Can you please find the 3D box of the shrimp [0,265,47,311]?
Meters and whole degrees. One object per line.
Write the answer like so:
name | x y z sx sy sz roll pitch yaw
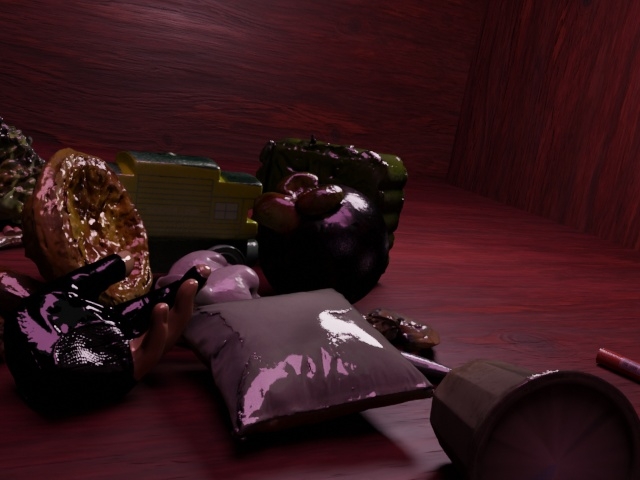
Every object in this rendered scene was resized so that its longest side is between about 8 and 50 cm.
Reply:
shrimp | -0.452 0.095 1.113 0.294 0.062 0.154 25 1 9

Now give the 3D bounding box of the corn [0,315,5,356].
corn | -0.545 0.116 0.979 0.237 0.079 0.079 10 13 23

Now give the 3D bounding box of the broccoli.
broccoli | -0.731 -0.151 1.544 0.324 0.334 0.272 -7 46 9

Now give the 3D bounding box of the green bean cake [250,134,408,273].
green bean cake | 0.019 -0.079 1.624 0.319 0.335 0.218 11 12 23

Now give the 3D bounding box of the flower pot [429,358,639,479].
flower pot | 0.241 0.233 0.823 0.212 0.212 0.202 8 4 -10

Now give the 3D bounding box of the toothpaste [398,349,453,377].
toothpaste | 0.159 0.210 1.163 0.216 0.037 0.062 13 -4 5

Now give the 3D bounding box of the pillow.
pillow | -0.036 0.165 1.005 0.310 0.119 0.312 -8 27 -27

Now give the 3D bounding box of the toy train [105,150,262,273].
toy train | -0.316 -0.040 1.356 0.442 0.272 0.179 1 12 -32

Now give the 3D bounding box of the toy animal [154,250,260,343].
toy animal | -0.202 0.094 1.190 0.178 0.127 0.193 3 16 -20

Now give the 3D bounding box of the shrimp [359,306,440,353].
shrimp | 0.140 0.170 1.244 0.145 0.059 0.254 22 5 20

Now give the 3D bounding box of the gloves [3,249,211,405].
gloves | -0.284 0.106 0.952 0.301 0.152 0.197 -27 66 -29

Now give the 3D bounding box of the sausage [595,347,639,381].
sausage | 0.603 0.249 1.330 0.034 0.034 0.129 -2 18 -42

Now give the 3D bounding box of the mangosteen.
mangosteen | 0.000 0.000 1.382 0.288 0.288 0.288 9 13 -2

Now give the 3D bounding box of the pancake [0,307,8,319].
pancake | -0.520 0.119 1.101 0.115 0.011 0.115 9 13 -2

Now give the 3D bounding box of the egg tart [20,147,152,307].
egg tart | -0.383 -0.004 1.103 0.115 0.290 0.290 -20 8 13

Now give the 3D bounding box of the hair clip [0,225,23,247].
hair clip | -0.660 -0.004 1.430 0.056 0.062 0.214 45 28 11
